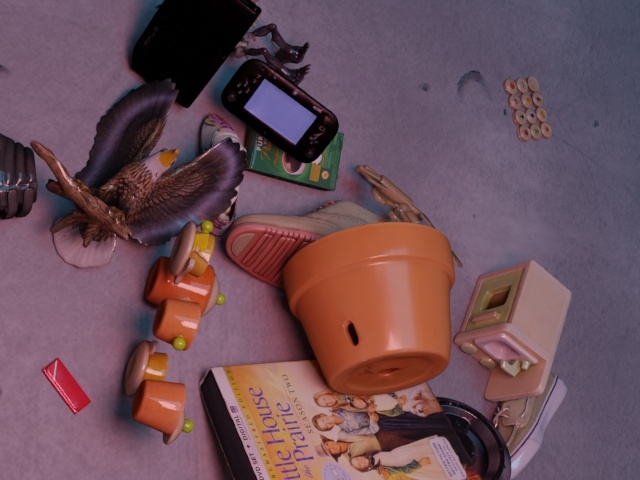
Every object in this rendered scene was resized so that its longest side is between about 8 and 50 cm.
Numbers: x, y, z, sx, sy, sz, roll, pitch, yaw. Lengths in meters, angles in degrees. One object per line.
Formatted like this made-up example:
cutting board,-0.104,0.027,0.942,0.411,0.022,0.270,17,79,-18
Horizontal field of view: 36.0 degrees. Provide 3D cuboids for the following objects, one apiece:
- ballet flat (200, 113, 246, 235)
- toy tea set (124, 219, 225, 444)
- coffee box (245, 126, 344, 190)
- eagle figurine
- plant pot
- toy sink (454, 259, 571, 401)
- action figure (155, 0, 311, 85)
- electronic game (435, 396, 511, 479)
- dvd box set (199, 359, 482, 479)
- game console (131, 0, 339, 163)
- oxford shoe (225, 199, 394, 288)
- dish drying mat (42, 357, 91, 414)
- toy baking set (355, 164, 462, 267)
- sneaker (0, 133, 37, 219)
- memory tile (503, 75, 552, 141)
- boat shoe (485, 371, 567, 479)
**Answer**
ballet flat,-0.162,-0.118,1.671,0.076,0.079,0.222,12,69,-33
toy tea set,-0.202,0.146,1.488,0.124,0.200,0.336,20,65,-21
coffee box,-0.048,-0.161,1.775,0.184,0.040,0.113,11,85,-32
eagle figurine,-0.274,-0.099,1.524,0.298,0.225,0.226,-49,138,-56
plant pot,0.095,0.127,1.623,0.290,0.291,0.204,8,58,-34
toy sink,0.364,0.175,1.912,0.131,0.152,0.234,37,59,-21
action figure,-0.141,-0.382,1.726,0.275,0.141,0.164,28,45,-22
electronic game,0.235,0.379,1.769,0.229,0.048,0.229,12,43,-12
dvd box set,0.041,0.327,1.608,0.420,0.062,0.308,1,46,-35
game console,-0.123,-0.274,1.649,0.361,0.213,0.044,35,27,-14
oxford shoe,0.000,0.000,1.739,0.396,0.140,0.147,13,48,-36
dish drying mat,-0.376,0.216,1.460,0.032,0.008,0.083,-41,101,-37
toy baking set,0.159,-0.043,1.845,0.256,0.030,0.197,38,19,-24
sneaker,-0.484,-0.036,1.398,0.146,0.104,0.296,17,62,-25
memory tile,0.469,-0.297,2.219,0.113,0.012,0.148,-10,82,-37
boat shoe,0.381,0.353,1.915,0.094,0.109,0.302,42,46,1
